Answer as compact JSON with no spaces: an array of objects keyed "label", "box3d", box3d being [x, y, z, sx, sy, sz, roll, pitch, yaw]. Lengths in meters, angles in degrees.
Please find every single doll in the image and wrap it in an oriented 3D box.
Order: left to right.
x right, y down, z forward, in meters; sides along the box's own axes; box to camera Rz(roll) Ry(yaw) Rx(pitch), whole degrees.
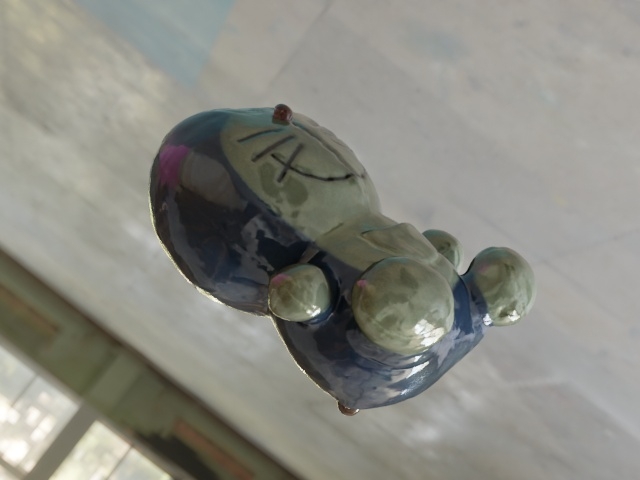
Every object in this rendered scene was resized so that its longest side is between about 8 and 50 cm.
[{"label":"doll","box3d":[0.000,0.000,1.015,0.258,0.154,0.228,48,-151,18]}]
